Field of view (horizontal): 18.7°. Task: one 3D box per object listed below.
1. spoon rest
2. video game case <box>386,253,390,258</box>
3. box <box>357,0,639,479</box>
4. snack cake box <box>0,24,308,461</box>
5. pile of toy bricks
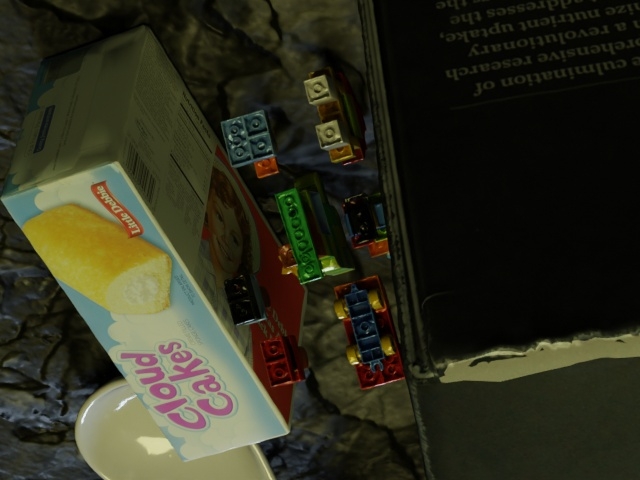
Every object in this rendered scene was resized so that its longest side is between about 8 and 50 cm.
[{"bbox_3d":[-0.064,0.185,1.530,0.276,0.084,0.137,26,127,-19],"label":"spoon rest"},{"bbox_3d":[0.129,-0.035,1.372,0.119,0.015,0.166,16,130,-10],"label":"video game case"},{"bbox_3d":[0.194,0.043,1.109,0.297,0.472,0.480,-8,134,5],"label":"box"},{"bbox_3d":[-0.105,0.005,1.331,0.089,0.152,0.264,-17,127,18],"label":"snack cake box"},{"bbox_3d":[0.000,0.000,1.315,0.118,0.105,0.212,-16,83,15],"label":"pile of toy bricks"}]
